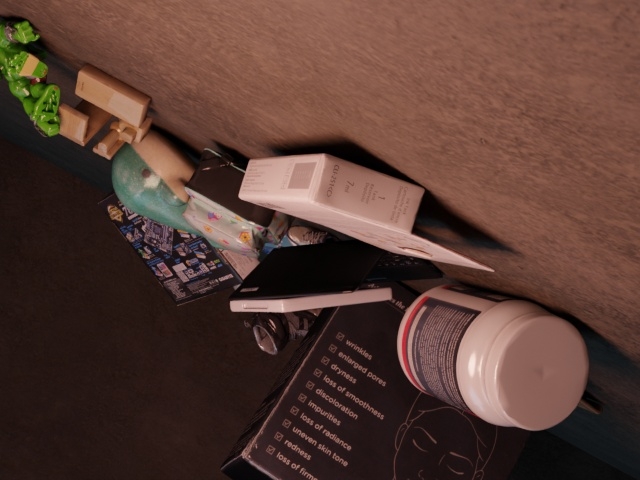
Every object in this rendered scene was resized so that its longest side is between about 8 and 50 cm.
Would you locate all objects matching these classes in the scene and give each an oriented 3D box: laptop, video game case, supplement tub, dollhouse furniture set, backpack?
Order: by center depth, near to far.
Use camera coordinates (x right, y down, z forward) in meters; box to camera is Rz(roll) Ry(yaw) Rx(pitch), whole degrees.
[{"bbox_3d":[0.259,0.176,1.456,0.191,0.191,0.272,32,172,-24],"label":"supplement tub"},{"bbox_3d":[0.031,0.073,1.514,0.234,0.136,0.264,-5,154,32],"label":"laptop"},{"bbox_3d":[-0.017,0.096,1.522,0.201,0.023,0.183,-5,179,-31],"label":"video game case"},{"bbox_3d":[-0.331,-0.231,1.536,0.144,0.123,0.151,28,138,2],"label":"dollhouse furniture set"},{"bbox_3d":[-0.128,-0.053,1.557,0.166,0.144,0.188,24,180,15],"label":"backpack"}]

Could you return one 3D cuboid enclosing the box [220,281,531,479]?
[{"bbox_3d":[0.132,0.390,1.935,0.480,0.471,0.297,35,157,-2],"label":"box"}]

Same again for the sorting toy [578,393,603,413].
[{"bbox_3d":[0.459,0.294,2.114,0.229,0.041,0.307,29,174,-40],"label":"sorting toy"}]

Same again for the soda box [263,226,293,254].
[{"bbox_3d":[-0.072,0.012,2.023,0.210,0.071,0.067,32,172,-24],"label":"soda box"}]

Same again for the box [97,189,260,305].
[{"bbox_3d":[-0.304,-0.014,1.990,0.296,0.073,0.293,-21,109,52],"label":"box"}]

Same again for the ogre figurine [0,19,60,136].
[{"bbox_3d":[-0.463,-0.265,1.477,0.118,0.097,0.197,38,166,37],"label":"ogre figurine"}]

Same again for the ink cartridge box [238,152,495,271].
[{"bbox_3d":[0.057,-0.041,1.237,0.261,0.066,0.296,19,177,-21],"label":"ink cartridge box"}]

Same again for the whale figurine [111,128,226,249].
[{"bbox_3d":[-0.262,-0.071,1.696,0.272,0.141,0.216,47,-178,-9],"label":"whale figurine"}]

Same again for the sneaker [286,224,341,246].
[{"bbox_3d":[0.000,0.000,1.814,0.135,0.052,0.058,21,162,2],"label":"sneaker"}]

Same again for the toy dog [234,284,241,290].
[{"bbox_3d":[-0.174,0.030,2.218,0.161,0.220,0.334,-7,169,16],"label":"toy dog"}]

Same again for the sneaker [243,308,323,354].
[{"bbox_3d":[-0.056,0.208,2.154,0.269,0.153,0.101,36,156,-21],"label":"sneaker"}]
